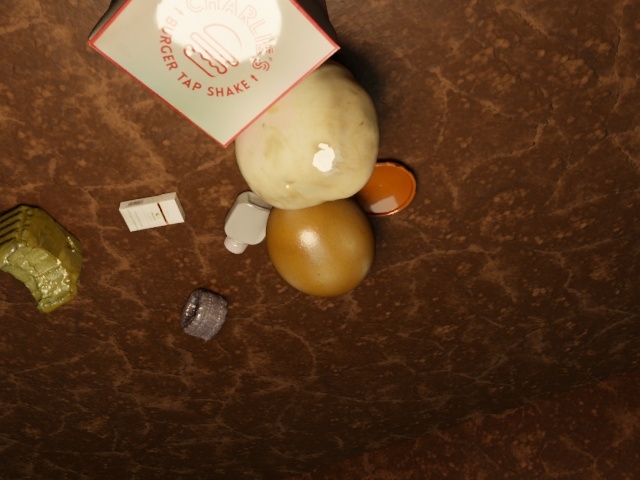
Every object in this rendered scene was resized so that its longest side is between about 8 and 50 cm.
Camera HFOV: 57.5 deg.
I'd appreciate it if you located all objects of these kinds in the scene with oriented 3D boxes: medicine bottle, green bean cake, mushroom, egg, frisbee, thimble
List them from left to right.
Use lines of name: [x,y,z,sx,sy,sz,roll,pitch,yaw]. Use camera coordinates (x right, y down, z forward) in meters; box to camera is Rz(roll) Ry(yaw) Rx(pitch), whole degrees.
green bean cake: [-0.746,0.045,1.540,0.124,0.233,0.236,-27,132,10]
thimble: [-0.363,0.229,1.819,0.098,0.150,0.150,26,126,-29]
medicine bottle: [-0.204,-0.046,1.626,0.119,0.069,0.183,18,128,-24]
mushroom: [-0.016,-0.214,1.310,0.353,0.325,0.353,-6,128,-8]
egg: [0.000,0.000,1.543,0.283,0.282,0.351,-24,145,15]
frisbee: [0.166,-0.143,1.600,0.192,0.035,0.192,-3,133,-3]

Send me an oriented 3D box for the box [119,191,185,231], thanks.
box: [-0.456,-0.077,1.586,0.154,0.040,0.084,-11,132,2]

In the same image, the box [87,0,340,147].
box: [-0.188,-0.431,1.096,0.312,0.300,0.314,-35,129,25]
